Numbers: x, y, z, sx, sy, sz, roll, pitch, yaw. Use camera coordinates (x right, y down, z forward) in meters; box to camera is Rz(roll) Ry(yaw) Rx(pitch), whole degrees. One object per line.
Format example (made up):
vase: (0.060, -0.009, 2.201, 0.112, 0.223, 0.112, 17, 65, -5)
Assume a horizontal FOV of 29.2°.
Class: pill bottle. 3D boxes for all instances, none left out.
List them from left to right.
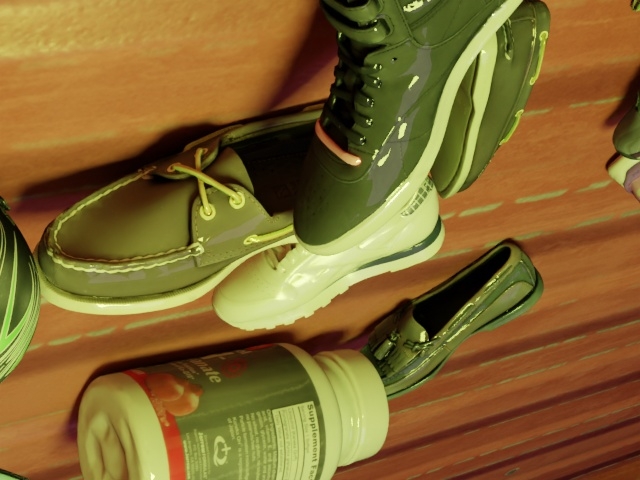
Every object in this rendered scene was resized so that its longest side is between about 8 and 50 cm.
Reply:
pill bottle: (-0.088, 0.208, 1.342, 0.318, 0.176, 0.176, -8, 150, -34)

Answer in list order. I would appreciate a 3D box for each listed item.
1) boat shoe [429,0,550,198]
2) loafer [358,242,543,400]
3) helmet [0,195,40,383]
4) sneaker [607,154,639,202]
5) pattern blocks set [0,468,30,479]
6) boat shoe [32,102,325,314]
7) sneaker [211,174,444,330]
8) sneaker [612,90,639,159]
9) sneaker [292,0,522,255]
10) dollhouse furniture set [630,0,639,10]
boat shoe: (0.137, -0.113, 1.022, 0.068, 0.081, 0.228, -14, 152, -14)
loafer: (0.134, 0.090, 1.448, 0.267, 0.096, 0.084, -34, 136, 2)
helmet: (-0.278, 0.045, 0.846, 0.169, 0.161, 0.169, -21, 155, -10)
sneaker: (0.424, -0.056, 1.387, 0.236, 0.104, 0.095, -1, 145, -44)
pattern blocks set: (-0.362, 0.121, 0.825, 0.324, 0.026, 0.285, 18, 170, 7)
boat shoe: (-0.069, -0.035, 0.951, 0.324, 0.116, 0.097, -17, 150, -28)
sneaker: (0.000, 0.000, 1.141, 0.235, 0.090, 0.095, -27, 143, -4)
sneaker: (0.332, -0.163, 1.151, 0.098, 0.083, 0.224, 23, 140, -20)
sneaker: (0.027, -0.125, 0.826, 0.147, 0.104, 0.296, 11, 117, -47)
dollhouse furniture set: (0.305, -0.222, 0.990, 0.076, 0.059, 0.152, -23, 156, -3)
